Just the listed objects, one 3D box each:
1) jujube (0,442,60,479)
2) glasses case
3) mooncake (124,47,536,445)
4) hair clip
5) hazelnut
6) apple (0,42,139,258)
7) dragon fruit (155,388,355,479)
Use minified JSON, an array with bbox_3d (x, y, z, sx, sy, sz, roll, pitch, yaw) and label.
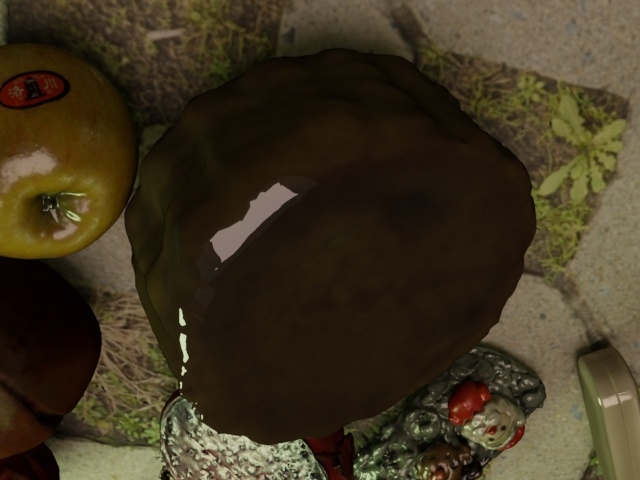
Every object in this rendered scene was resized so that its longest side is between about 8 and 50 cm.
[{"bbox_3d":[-0.383,0.262,0.934,0.232,0.213,0.213,22,119,-29],"label":"jujube"},{"bbox_3d":[0.326,0.205,1.034,0.050,0.083,0.196,-17,124,7],"label":"glasses case"},{"bbox_3d":[0.001,-0.001,0.777,0.324,0.187,0.324,-15,133,-17],"label":"mooncake"},{"bbox_3d":[0.115,0.256,1.045,0.138,0.091,0.321,30,115,-19],"label":"hair clip"},{"bbox_3d":[-0.295,0.103,0.837,0.208,0.208,0.208,-2,123,-3],"label":"hazelnut"},{"bbox_3d":[-0.233,-0.067,0.757,0.182,0.155,0.182,-25,144,-20],"label":"apple"},{"bbox_3d":[-0.045,0.204,0.985,0.218,0.148,0.223,30,131,13],"label":"dragon fruit"}]
